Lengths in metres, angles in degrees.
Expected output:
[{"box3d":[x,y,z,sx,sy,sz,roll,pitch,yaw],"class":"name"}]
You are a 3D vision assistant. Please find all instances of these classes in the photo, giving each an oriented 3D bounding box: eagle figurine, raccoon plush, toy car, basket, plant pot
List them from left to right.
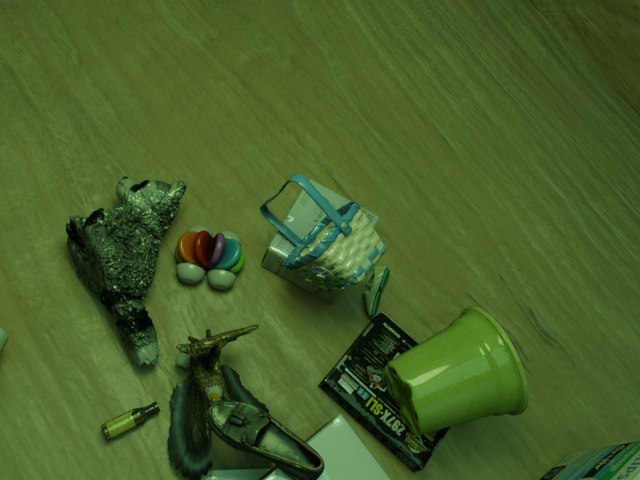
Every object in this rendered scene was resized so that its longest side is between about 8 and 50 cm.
[{"box3d":[-0.428,0.054,1.444,0.299,0.216,0.446,-26,102,-40],"class":"raccoon plush"},{"box3d":[-0.282,0.029,1.480,0.182,0.136,0.159,12,61,-11],"class":"toy car"},{"box3d":[-0.241,0.365,1.319,0.226,0.225,0.298,-9,96,20],"class":"eagle figurine"},{"box3d":[-0.004,-0.018,1.379,0.289,0.255,0.201,47,65,-5],"class":"basket"},{"box3d":[0.301,0.330,1.367,0.254,0.276,0.276,-19,71,-12],"class":"plant pot"}]

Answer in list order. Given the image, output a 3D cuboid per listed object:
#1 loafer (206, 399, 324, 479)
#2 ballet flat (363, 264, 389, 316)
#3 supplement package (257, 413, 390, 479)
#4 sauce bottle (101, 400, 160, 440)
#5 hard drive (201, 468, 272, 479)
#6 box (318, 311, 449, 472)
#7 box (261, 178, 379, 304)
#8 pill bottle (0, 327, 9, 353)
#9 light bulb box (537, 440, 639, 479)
[{"box3d":[-0.107,0.396,1.165,0.268,0.084,0.096,29,57,4],"class":"loafer"},{"box3d":[0.149,0.141,1.611,0.052,0.057,0.168,10,54,20],"class":"ballet flat"},{"box3d":[-0.007,0.549,1.242,0.262,0.145,0.204,-32,76,-27],"class":"supplement package"},{"box3d":[-0.429,0.406,1.302,0.128,0.042,0.042,-22,72,-28],"class":"sauce bottle"},{"box3d":[-0.105,0.633,1.280,0.353,0.047,0.233,4,63,-15],"class":"hard drive"},{"box3d":[0.196,0.382,1.481,0.322,0.079,0.257,40,62,6],"class":"box"},{"box3d":[0.000,0.000,1.586,0.231,0.126,0.262,28,60,-1],"class":"box"},{"box3d":[-0.799,0.320,1.136,0.210,0.210,0.362,21,60,-5],"class":"pill bottle"},{"box3d":[0.644,0.656,1.312,0.358,0.361,0.225,-25,74,-26],"class":"light bulb box"}]
